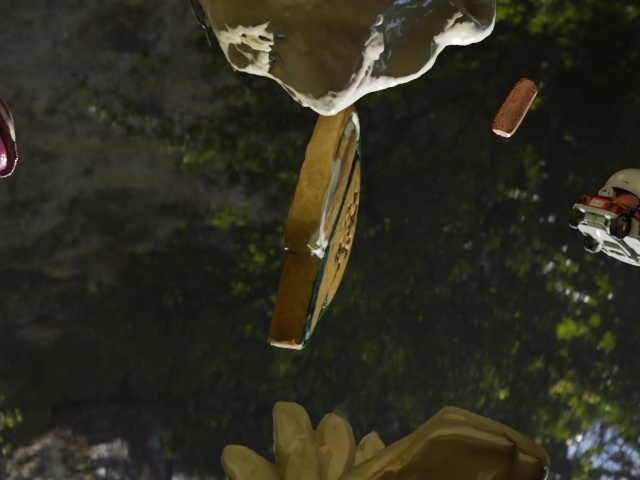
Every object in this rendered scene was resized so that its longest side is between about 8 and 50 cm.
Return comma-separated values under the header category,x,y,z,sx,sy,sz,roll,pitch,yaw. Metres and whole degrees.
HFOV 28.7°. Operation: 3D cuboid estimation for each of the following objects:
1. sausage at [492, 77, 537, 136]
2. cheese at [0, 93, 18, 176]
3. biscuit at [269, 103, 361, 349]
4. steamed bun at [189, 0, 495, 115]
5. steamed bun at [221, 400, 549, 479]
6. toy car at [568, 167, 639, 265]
category,x,y,z,sx,sy,sz,roll,pitch,yaw
sausage,0.260,-0.178,1.673,0.034,0.034,0.083,30,-89,17
cheese,-0.342,-0.140,1.191,0.155,0.244,0.062,40,-121,6
biscuit,0.002,0.000,1.572,0.057,0.343,0.287,14,-117,8
steamed bun,0.009,-0.286,1.211,0.280,0.207,0.268,-28,-131,-10
steamed bun,-0.005,0.299,1.133,0.247,0.189,0.428,32,-85,-3
toy car,0.387,-0.039,1.580,0.112,0.139,0.112,19,-103,43
